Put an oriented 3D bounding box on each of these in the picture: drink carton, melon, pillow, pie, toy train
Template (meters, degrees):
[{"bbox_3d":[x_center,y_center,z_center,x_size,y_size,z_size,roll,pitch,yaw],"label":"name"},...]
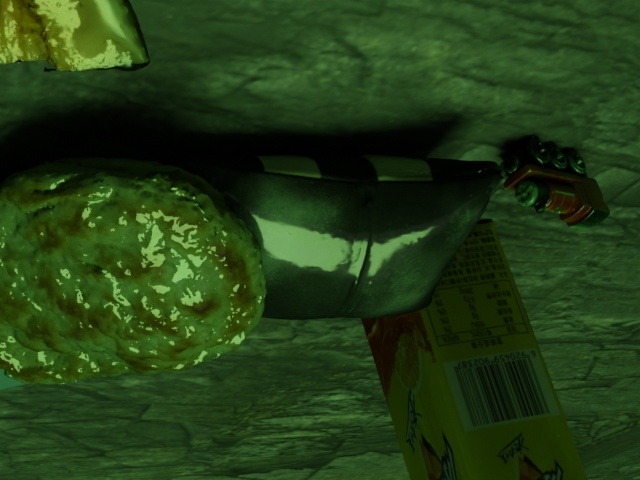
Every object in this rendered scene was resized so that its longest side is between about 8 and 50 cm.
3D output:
[{"bbox_3d":[0.142,0.173,1.085,0.111,0.351,0.154,-8,152,-17],"label":"drink carton"},{"bbox_3d":[-0.176,-0.132,0.634,0.160,0.079,0.128,-9,135,-13],"label":"melon"},{"bbox_3d":[0.000,0.000,0.943,0.250,0.106,0.186,0,145,-18],"label":"pillow"},{"bbox_3d":[-0.161,0.014,0.854,0.248,0.090,0.201,-8,132,16],"label":"pie"},{"bbox_3d":[0.193,-0.046,1.015,0.103,0.064,0.044,9,145,-42],"label":"toy train"}]

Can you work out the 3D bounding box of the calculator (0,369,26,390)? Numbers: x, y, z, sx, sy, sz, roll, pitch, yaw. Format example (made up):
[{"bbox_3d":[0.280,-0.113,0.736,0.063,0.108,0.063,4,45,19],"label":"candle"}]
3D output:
[{"bbox_3d":[-0.266,0.075,1.010,0.302,0.042,0.188,-14,155,-11],"label":"calculator"}]
